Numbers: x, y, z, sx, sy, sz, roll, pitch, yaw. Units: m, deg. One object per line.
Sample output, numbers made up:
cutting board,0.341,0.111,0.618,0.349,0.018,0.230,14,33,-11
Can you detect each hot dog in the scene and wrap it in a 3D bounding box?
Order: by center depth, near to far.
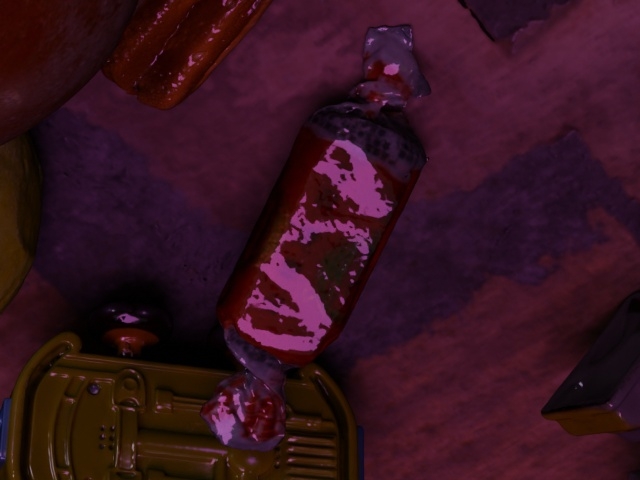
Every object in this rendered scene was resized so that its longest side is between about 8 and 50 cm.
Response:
hot dog,-0.075,-0.147,1.024,0.071,0.045,0.165,34,116,-17

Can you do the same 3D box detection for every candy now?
candy,-0.001,-0.001,1.062,0.086,0.059,0.292,26,94,-9

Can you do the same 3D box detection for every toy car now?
toy car,-0.100,0.158,1.133,0.247,0.200,0.142,11,149,-12

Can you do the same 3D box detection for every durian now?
durian,-0.251,-0.037,1.065,0.139,0.101,0.250,0,120,4

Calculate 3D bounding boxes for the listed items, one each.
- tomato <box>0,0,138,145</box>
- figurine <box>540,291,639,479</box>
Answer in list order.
tomato,-0.207,-0.170,0.901,0.222,0.270,0.270,11,128,-46
figurine,0.320,0.142,1.090,0.342,0.167,0.285,-29,108,42
